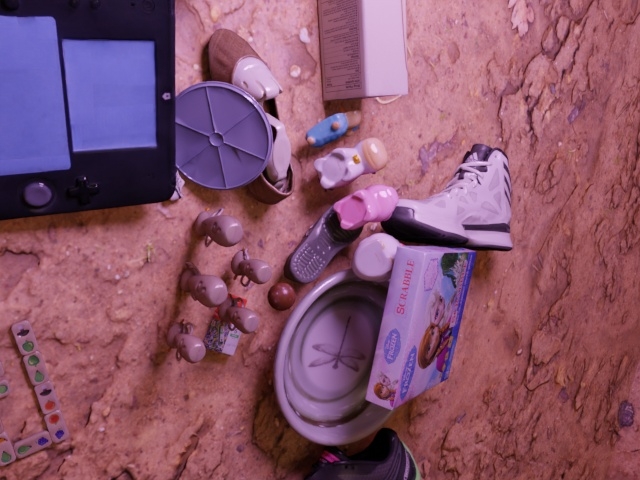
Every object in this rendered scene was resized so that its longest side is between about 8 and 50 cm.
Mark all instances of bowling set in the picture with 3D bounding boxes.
[{"bbox_3d":[-0.165,0.100,1.083,0.199,0.154,0.287,21,87,-34],"label":"bowling set"}]

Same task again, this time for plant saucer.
[{"bbox_3d":[0.052,0.250,1.286,0.400,0.100,0.401,-7,103,-33],"label":"plant saucer"}]

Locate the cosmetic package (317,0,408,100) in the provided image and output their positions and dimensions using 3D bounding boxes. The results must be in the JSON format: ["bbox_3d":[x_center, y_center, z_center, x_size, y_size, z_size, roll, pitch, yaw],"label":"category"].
[{"bbox_3d":[0.082,-0.444,1.150,0.113,0.160,0.310,-12,106,-32],"label":"cosmetic package"}]

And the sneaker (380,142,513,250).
[{"bbox_3d":[0.315,-0.117,1.386,0.447,0.169,0.258,7,85,-42],"label":"sneaker"}]

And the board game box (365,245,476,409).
[{"bbox_3d":[0.226,0.171,1.233,0.318,0.065,0.319,-1,103,-57],"label":"board game box"}]

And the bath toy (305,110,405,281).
[{"bbox_3d":[0.092,-0.087,1.188,0.348,0.151,0.129,71,18,2],"label":"bath toy"}]

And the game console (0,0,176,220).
[{"bbox_3d":[-0.384,-0.213,0.842,0.341,0.060,0.387,-6,125,-23],"label":"game console"}]

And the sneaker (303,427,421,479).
[{"bbox_3d":[0.008,0.574,1.296,0.482,0.185,0.202,-17,90,-34],"label":"sneaker"}]

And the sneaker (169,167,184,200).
[{"bbox_3d":[-0.269,-0.115,1.054,0.037,0.032,0.083,-11,113,-40],"label":"sneaker"}]

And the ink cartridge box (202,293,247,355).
[{"bbox_3d":[-0.187,0.168,1.155,0.062,0.029,0.115,24,85,-34],"label":"ink cartridge box"}]

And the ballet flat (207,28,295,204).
[{"bbox_3d":[-0.114,-0.229,1.077,0.116,0.124,0.343,-23,110,-33],"label":"ballet flat"}]

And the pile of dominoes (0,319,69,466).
[{"bbox_3d":[-0.541,0.264,0.930,0.196,0.040,0.251,-21,109,-29],"label":"pile of dominoes"}]

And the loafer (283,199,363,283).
[{"bbox_3d":[0.000,0.000,1.225,0.251,0.087,0.094,-43,103,-35],"label":"loafer"}]

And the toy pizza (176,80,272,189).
[{"bbox_3d":[-0.186,-0.188,1.040,0.201,0.032,0.201,1,116,3],"label":"toy pizza"}]
